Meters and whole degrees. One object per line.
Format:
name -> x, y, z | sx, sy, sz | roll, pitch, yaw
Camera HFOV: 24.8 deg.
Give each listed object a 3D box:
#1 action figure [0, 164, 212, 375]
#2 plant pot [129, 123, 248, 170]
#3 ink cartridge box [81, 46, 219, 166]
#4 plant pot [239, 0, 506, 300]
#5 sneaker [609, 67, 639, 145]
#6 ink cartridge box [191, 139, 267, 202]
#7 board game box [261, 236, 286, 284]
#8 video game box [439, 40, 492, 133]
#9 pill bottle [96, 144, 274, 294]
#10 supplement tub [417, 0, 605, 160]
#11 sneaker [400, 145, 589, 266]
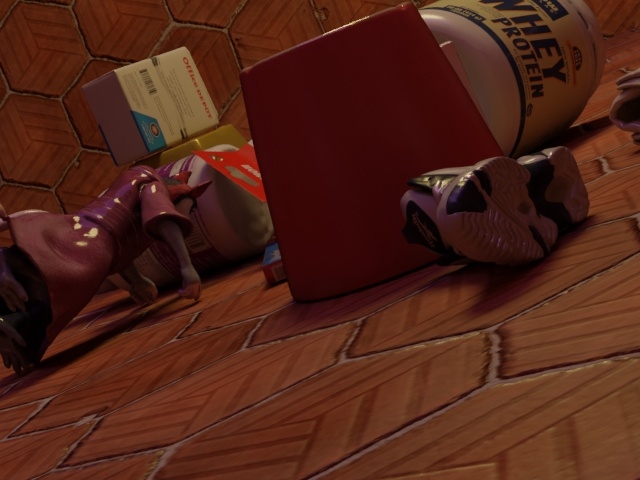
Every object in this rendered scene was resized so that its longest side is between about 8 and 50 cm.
action figure -> -0.296, -0.004, 1.886 | 0.370, 0.276, 0.248 | -44, 12, -36
plant pot -> -0.197, -0.076, 2.425 | 0.212, 0.187, 0.212 | -19, 6, 25
ink cartridge box -> -0.280, -0.225, 2.422 | 0.086, 0.148, 0.203 | -20, 5, 35
plant pot -> 0.050, -0.099, 1.499 | 0.275, 0.243, 0.275 | -21, 7, 3
sneaker -> 0.383, -0.176, 1.608 | 0.169, 0.108, 0.292 | -20, 7, -8
ink cartridge box -> -0.030, -0.108, 2.005 | 0.232, 0.066, 0.189 | 5, 20, -41
board game box -> 0.000, 0.000, 1.821 | 0.145, 0.027, 0.281 | -21, 6, 2
video game box -> 0.130, -0.125, 1.693 | 0.048, 0.187, 0.205 | -25, 6, -21
pill bottle -> -0.231, -0.018, 2.131 | 0.301, 0.169, 0.169 | -18, 7, 28
supplement tub -> 0.221, -0.218, 1.934 | 0.235, 0.235, 0.325 | -17, 8, 40
sneaker -> 0.120, -0.016, 1.241 | 0.153, 0.094, 0.235 | -20, 6, 32
